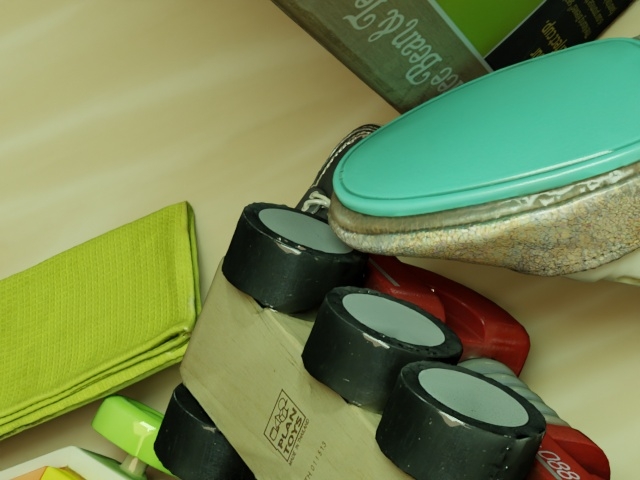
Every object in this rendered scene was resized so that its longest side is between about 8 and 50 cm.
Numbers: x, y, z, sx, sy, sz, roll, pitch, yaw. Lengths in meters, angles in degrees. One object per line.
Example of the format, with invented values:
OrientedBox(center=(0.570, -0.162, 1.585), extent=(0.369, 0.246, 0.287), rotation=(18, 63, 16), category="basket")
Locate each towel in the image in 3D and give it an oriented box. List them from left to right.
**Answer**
OrientedBox(center=(-0.166, 0.057, 0.936), extent=(0.237, 0.021, 0.102), rotation=(-23, 44, 13), category="towel")

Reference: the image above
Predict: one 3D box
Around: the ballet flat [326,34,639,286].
OrientedBox(center=(0.161, -0.040, 0.783), extent=(0.316, 0.106, 0.107), rotation=(-23, 32, 7), category="ballet flat")

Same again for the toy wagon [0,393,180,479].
OrientedBox(center=(-0.070, 0.235, 0.840), extent=(0.344, 0.068, 0.267), rotation=(27, 88, 35), category="toy wagon")

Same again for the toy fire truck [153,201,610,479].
OrientedBox(center=(0.090, 0.074, 0.807), extent=(0.217, 0.246, 0.158), rotation=(44, 117, 53), category="toy fire truck")

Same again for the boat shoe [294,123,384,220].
OrientedBox(center=(0.000, 0.000, 0.906), extent=(0.046, 0.038, 0.125), rotation=(30, 89, 21), category="boat shoe")

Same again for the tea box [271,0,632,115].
OrientedBox(center=(0.062, -0.242, 0.780), extent=(0.323, 0.329, 0.220), rotation=(-46, 70, 4), category="tea box")
